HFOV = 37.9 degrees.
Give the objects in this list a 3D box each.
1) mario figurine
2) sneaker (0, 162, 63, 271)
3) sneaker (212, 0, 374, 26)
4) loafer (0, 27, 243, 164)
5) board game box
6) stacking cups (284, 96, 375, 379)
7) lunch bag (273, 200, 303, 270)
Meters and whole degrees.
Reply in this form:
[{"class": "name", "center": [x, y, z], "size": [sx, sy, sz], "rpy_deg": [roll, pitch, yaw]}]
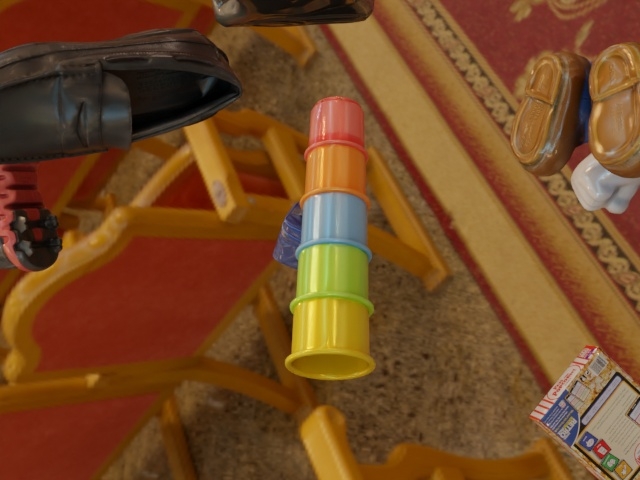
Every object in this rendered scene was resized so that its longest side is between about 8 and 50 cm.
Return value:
[{"class": "mario figurine", "center": [0.297, -0.035, 0.645], "size": [0.198, 0.320, 0.170], "rpy_deg": [-109, 35, -47]}, {"class": "sneaker", "center": [-0.436, -0.086, 1.254], "size": [0.135, 0.097, 0.276], "rpy_deg": [-12, 86, 25]}, {"class": "sneaker", "center": [-0.018, -0.170, 0.443], "size": [0.227, 0.087, 0.130], "rpy_deg": [-31, -62, -88]}, {"class": "loafer", "center": [-0.156, -0.096, 0.640], "size": [0.078, 0.223, 0.076], "rpy_deg": [39, 137, 36]}, {"class": "board game box", "center": [0.437, 0.277, 1.415], "size": [0.147, 0.193, 0.045], "rpy_deg": [-48, 6, -7]}, {"class": "stacking cups", "center": [0.008, -0.010, 1.029], "size": [0.096, 0.096, 0.316], "rpy_deg": [-25, 56, 40]}, {"class": "lunch bag", "center": [0.000, 0.000, 1.103], "size": [0.067, 0.098, 0.065], "rpy_deg": [-59, -10, -52]}]
